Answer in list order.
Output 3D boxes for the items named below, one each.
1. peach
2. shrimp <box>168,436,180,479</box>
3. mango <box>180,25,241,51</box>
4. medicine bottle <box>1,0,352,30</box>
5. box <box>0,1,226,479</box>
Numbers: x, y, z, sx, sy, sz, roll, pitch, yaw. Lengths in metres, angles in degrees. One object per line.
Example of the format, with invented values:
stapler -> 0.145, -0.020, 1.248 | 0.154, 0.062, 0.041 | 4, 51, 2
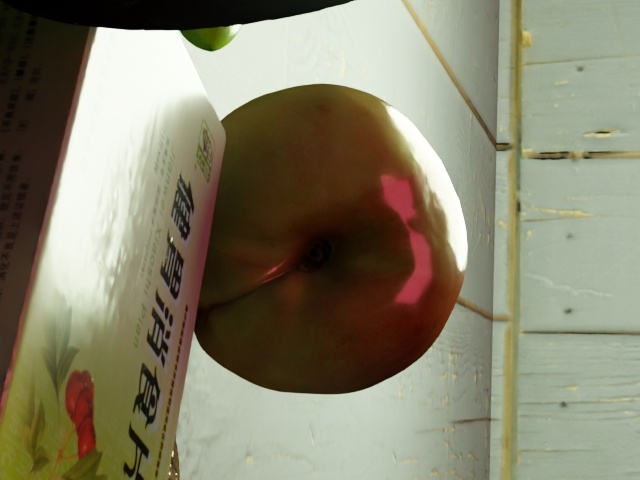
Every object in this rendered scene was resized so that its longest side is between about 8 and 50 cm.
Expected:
peach -> 0.000, 0.000, 0.855 | 0.184, 0.184, 0.184 | 0, 90, -77
shrimp -> -0.101, 0.142, 0.739 | 0.091, 0.034, 0.161 | 48, 36, -53
mango -> -0.060, -0.160, 0.831 | 0.073, 0.056, 0.108 | -6, 99, -71
medicine bottle -> -0.057, -0.292, 0.514 | 0.242, 0.242, 0.395 | 19, 58, -76
box -> -0.107, 0.016, 0.629 | 0.175, 0.062, 0.261 | 68, 25, -58
